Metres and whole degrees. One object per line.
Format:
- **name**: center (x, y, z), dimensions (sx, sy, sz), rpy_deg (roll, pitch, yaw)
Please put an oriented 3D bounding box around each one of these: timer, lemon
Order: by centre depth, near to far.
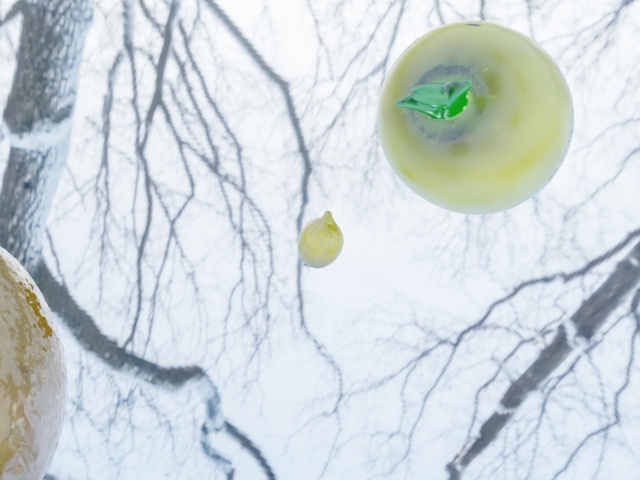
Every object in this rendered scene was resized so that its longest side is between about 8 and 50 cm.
- **timer**: center (0.187, -0.169, 1.515), dimensions (0.285, 0.285, 0.285), rpy_deg (10, -126, -14)
- **lemon**: center (0.000, 0.000, 1.601), dimensions (0.065, 0.092, 0.065), rpy_deg (17, -154, -9)

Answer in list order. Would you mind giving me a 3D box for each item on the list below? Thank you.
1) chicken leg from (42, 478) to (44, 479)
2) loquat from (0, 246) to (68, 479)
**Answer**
- **chicken leg**: center (-0.272, 0.335, 1.180), dimensions (0.113, 0.093, 0.304), rpy_deg (-43, -140, -21)
- **loquat**: center (-0.322, 0.099, 0.794), dimensions (0.276, 0.284, 0.276), rpy_deg (-14, -138, 13)
